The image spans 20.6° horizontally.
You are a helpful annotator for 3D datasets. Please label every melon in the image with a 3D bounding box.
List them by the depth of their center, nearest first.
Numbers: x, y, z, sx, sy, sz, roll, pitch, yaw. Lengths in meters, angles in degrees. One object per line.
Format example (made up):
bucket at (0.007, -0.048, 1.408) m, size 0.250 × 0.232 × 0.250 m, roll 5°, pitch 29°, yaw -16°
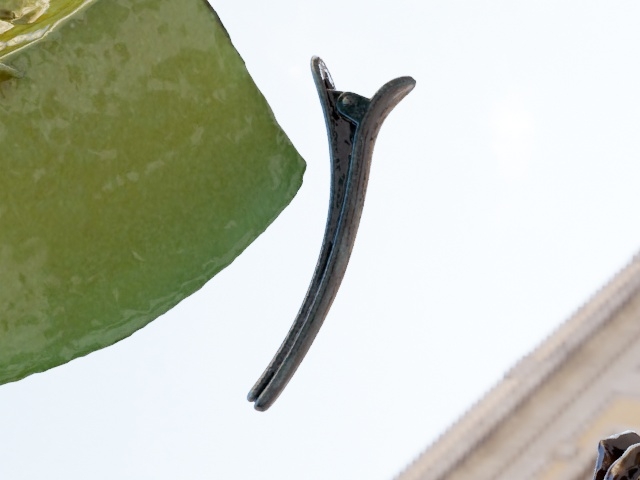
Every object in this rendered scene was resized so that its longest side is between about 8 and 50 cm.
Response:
melon at (-0.226, -0.054, 0.915) m, size 0.343 × 0.331 × 0.226 m, roll -38°, pitch -20°, yaw -25°

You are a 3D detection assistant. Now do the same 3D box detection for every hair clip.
hair clip at (0.000, 0.000, 1.113) m, size 0.039 × 0.070 × 0.229 m, roll 23°, pitch -99°, yaw -74°

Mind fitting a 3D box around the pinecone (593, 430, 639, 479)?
pinecone at (0.165, 0.194, 0.798) m, size 0.202 × 0.201 × 0.229 m, roll -14°, pitch -73°, yaw -37°
